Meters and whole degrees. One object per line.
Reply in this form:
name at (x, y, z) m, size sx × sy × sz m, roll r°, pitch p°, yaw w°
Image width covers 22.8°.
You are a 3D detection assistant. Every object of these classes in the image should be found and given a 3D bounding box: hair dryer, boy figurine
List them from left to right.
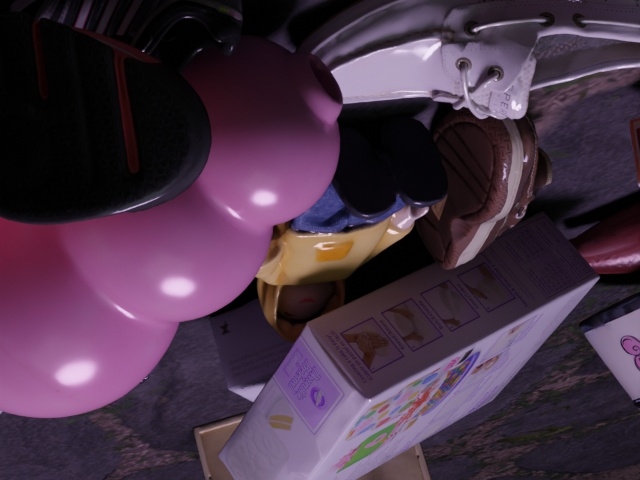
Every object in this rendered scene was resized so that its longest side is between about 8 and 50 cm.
boy figurine at (0.000, 0.000, 1.356) m, size 0.177 × 0.092 × 0.285 m, roll -12°, pitch 157°, yaw -27°
hair dryer at (0.349, -0.051, 1.536) m, size 0.223 × 0.080 × 0.293 m, roll 17°, pitch 138°, yaw -32°

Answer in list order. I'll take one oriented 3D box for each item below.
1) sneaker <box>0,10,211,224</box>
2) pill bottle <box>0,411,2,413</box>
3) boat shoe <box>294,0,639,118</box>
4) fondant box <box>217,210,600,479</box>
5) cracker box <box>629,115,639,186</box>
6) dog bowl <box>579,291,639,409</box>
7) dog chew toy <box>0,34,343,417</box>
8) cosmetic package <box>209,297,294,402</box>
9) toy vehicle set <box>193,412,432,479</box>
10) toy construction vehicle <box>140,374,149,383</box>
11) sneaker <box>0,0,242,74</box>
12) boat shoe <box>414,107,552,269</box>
sneaker at (-0.198, -0.077, 0.941) m, size 0.313 × 0.116 × 0.136 m, roll 2°, pitch -171°, yaw 20°
pill bottle at (-0.388, 0.130, 1.321) m, size 0.264 × 0.153 × 0.153 m, roll -29°, pitch 156°, yaw 33°
boat shoe at (0.121, -0.131, 1.097) m, size 0.277 × 0.096 × 0.098 m, roll -15°, pitch 160°, yaw -2°
fondant box at (0.086, 0.120, 1.527) m, size 0.330 × 0.096 × 0.238 m, roll -25°, pitch 158°, yaw -40°
cracker box at (0.395, -0.084, 1.315) m, size 0.232 × 0.067 × 0.155 m, roll -18°, pitch 156°, yaw 32°
dog bowl at (0.490, 0.077, 1.688) m, size 0.407 × 0.150 × 0.408 m, roll -21°, pitch 172°, yaw -3°
dog chew toy at (-0.127, -0.021, 1.080) m, size 0.331 × 0.207 × 0.206 m, roll -33°, pitch 155°, yaw 19°
cosmetic package at (-0.018, 0.124, 1.669) m, size 0.117 × 0.086 × 0.231 m, roll -21°, pitch 160°, yaw 13°
toy vehicle set at (-0.008, 0.273, 1.937) m, size 0.266 × 0.166 × 0.035 m, roll -16°, pitch 159°, yaw 3°
toy construction vehicle at (-0.220, 0.128, 1.614) m, size 0.098 × 0.035 × 0.086 m, roll -6°, pitch 168°, yaw -18°
sneaker at (-0.122, -0.124, 0.971) m, size 0.170 × 0.075 × 0.063 m, roll -17°, pitch 159°, yaw 4°
boat shoe at (0.146, -0.061, 1.327) m, size 0.095 × 0.095 × 0.257 m, roll -25°, pitch 168°, yaw -15°
